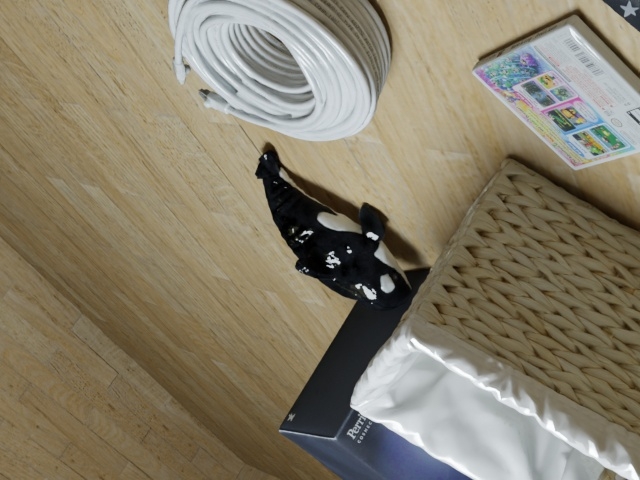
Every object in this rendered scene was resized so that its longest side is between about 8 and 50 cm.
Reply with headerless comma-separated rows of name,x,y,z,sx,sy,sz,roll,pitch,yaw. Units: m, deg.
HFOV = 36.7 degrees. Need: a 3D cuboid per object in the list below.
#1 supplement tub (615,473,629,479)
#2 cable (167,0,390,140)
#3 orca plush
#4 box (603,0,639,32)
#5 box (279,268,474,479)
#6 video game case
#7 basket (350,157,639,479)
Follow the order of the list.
supplement tub,0.441,0.432,1.515,0.331,0.241,0.241,44,155,-27
cable,-0.045,-0.211,1.037,0.257,0.089,0.257,27,156,11
orca plush,0.000,0.000,1.338,0.151,0.102,0.287,-30,98,39
box,0.186,-0.264,0.558,0.247,0.142,0.163,36,156,-11
box,0.152,0.248,1.441,0.294,0.296,0.183,40,157,-18
video game case,0.241,-0.134,0.912,0.157,0.019,0.143,39,157,-17
basket,0.254,0.136,1.122,0.331,0.266,0.328,31,158,5
